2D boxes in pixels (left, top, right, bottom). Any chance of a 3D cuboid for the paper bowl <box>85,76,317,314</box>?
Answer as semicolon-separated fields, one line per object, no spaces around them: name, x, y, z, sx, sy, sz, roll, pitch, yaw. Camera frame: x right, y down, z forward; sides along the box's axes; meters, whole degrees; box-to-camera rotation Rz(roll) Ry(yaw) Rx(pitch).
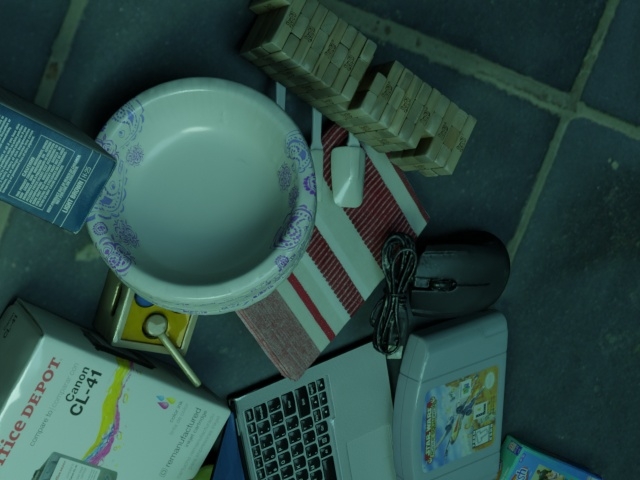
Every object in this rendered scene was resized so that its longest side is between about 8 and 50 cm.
paper bowl;-0.144;-0.049;1.728;0.284;0.284;0.148;-45;168;-9

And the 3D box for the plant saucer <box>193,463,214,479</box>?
plant saucer;-0.167;0.433;1.945;0.241;0.037;0.241;-3;90;-67

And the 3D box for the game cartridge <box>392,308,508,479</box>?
game cartridge;0.198;0.266;2.142;0.198;0.062;0.297;-18;117;-40

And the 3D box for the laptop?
laptop;-0.003;0.408;1.981;0.408;0.236;0.382;-21;118;-23

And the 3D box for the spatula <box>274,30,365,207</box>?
spatula;-0.004;-0.168;1.861;0.168;0.019;0.242;3;87;-31

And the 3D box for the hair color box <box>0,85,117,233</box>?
hair color box;-0.418;-0.140;1.563;0.347;0.174;0.105;28;94;-35

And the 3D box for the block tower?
block tower;0.046;-0.204;1.828;0.335;0.091;0.097;34;71;-27

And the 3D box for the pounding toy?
pounding toy;-0.212;0.103;1.822;0.130;0.100;0.141;12;101;-33

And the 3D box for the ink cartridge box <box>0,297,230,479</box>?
ink cartridge box;-0.305;0.243;1.804;0.306;0.131;0.226;28;93;-37

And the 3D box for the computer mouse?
computer mouse;0.194;0.065;2.033;0.272;0.072;0.188;-13;116;-41

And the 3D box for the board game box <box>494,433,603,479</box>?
board game box;0.354;0.427;2.316;0.210;0.047;0.160;27;94;-36

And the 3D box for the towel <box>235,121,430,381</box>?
towel;0.000;0.000;1.916;0.329;0.037;0.237;-48;125;-23
